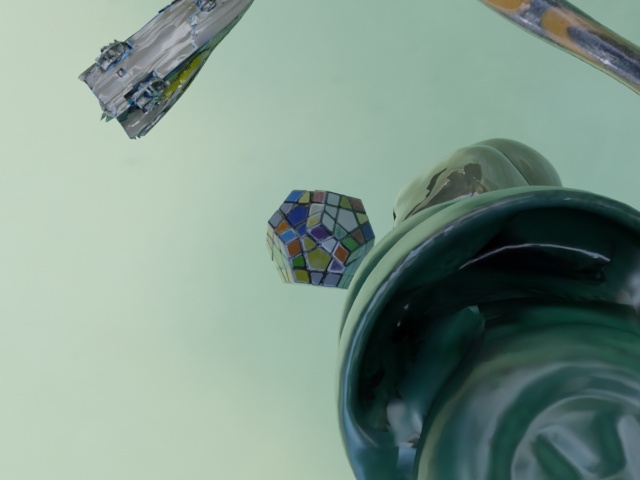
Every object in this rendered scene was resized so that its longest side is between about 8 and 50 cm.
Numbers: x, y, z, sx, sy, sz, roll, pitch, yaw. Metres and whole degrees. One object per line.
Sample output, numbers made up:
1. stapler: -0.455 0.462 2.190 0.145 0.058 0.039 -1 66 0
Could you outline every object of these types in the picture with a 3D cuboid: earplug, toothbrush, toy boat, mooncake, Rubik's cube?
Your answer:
1. earplug: 0.069 0.100 0.705 0.164 0.280 0.257 21 106 -14
2. toothbrush: 0.090 -0.103 0.736 0.321 0.031 0.023 41 111 43
3. toy boat: -0.126 -0.183 1.527 0.210 0.066 0.084 -41 73 -3
4. mooncake: 0.170 0.038 1.420 0.135 0.275 0.275 -31 85 24
5. Rubik's cube: 0.000 0.000 1.637 0.093 0.111 0.111 -37 81 42
